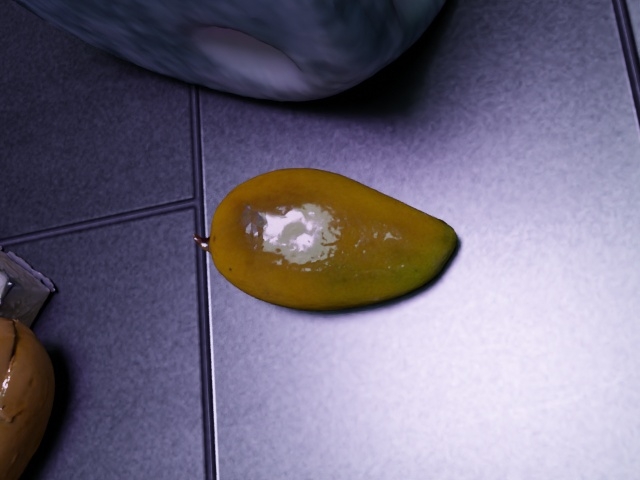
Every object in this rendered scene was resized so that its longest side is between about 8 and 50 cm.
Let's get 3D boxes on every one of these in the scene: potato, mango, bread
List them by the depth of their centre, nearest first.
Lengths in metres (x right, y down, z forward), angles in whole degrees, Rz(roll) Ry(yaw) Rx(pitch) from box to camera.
[{"bbox_3d":[0.000,0.000,0.565,0.188,0.066,0.101,7,79,13],"label":"mango"},{"bbox_3d":[-0.264,0.146,0.593,0.077,0.114,0.189,26,91,39],"label":"bread"},{"bbox_3d":[-0.287,0.036,0.659,0.122,0.061,0.086,32,89,26],"label":"potato"}]

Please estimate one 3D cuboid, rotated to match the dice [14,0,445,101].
[{"bbox_3d":[-0.078,-0.308,0.520,0.330,0.348,0.328,17,80,22],"label":"dice"}]
